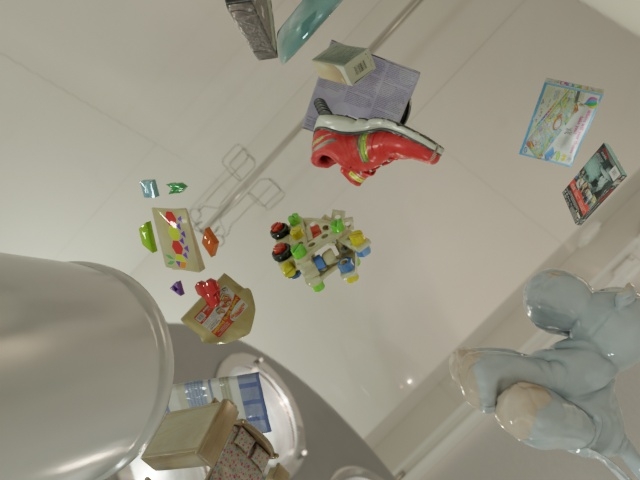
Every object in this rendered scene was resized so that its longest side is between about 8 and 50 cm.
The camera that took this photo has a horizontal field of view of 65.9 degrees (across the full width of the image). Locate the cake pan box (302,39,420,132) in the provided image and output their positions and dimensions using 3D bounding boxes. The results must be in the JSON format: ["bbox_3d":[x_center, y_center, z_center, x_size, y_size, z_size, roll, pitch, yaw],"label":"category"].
[{"bbox_3d":[0.112,-0.377,1.336,0.267,0.245,0.070,22,-156,6],"label":"cake pan box"}]

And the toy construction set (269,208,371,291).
[{"bbox_3d":[0.000,0.000,1.150,0.151,0.215,0.327,63,-173,-15],"label":"toy construction set"}]

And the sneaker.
[{"bbox_3d":[0.094,-0.153,0.893,0.279,0.118,0.107,17,-177,42],"label":"sneaker"}]

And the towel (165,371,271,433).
[{"bbox_3d":[-0.290,0.467,1.359,0.034,0.285,0.209,-98,-2,-71],"label":"towel"}]

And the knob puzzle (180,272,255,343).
[{"bbox_3d":[-0.266,0.206,1.381,0.213,0.213,0.030,40,173,-35],"label":"knob puzzle"}]

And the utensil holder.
[{"bbox_3d":[-0.399,0.166,0.558,0.327,0.327,0.385,45,179,12],"label":"utensil holder"}]

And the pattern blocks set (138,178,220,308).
[{"bbox_3d":[-0.365,0.001,1.272,0.286,0.324,0.026,14,-152,30],"label":"pattern blocks set"}]

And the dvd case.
[{"bbox_3d":[0.468,-0.096,0.850,0.013,0.119,0.087,11,-134,-8],"label":"dvd case"}]

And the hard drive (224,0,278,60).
[{"bbox_3d":[-0.164,-0.584,1.130,0.339,0.064,0.236,-28,-68,-85],"label":"hard drive"}]

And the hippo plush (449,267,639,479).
[{"bbox_3d":[0.341,0.155,0.666,0.294,0.236,0.234,28,-178,42],"label":"hippo plush"}]

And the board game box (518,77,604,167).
[{"bbox_3d":[0.460,-0.225,0.953,0.104,0.154,0.026,20,-138,16],"label":"board game box"}]

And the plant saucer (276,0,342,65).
[{"bbox_3d":[0.029,-0.413,0.777,0.044,0.317,0.317,40,-174,-18],"label":"plant saucer"}]

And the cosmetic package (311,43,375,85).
[{"bbox_3d":[0.040,-0.319,0.894,0.115,0.060,0.041,40,165,52],"label":"cosmetic package"}]

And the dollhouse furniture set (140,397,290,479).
[{"bbox_3d":[-0.169,0.496,0.979,0.355,0.174,0.303,54,-145,-22],"label":"dollhouse furniture set"}]
